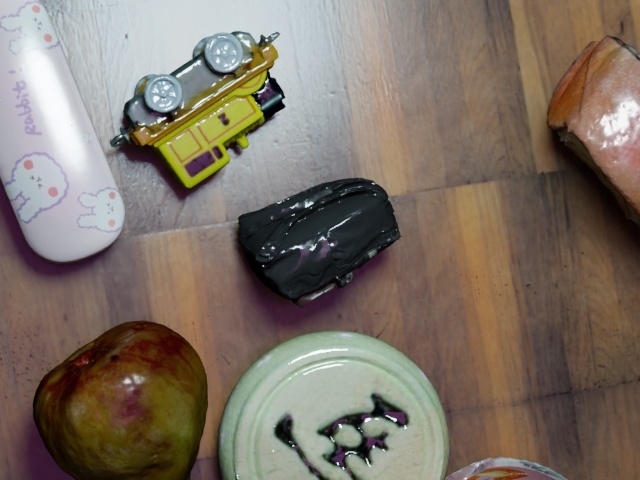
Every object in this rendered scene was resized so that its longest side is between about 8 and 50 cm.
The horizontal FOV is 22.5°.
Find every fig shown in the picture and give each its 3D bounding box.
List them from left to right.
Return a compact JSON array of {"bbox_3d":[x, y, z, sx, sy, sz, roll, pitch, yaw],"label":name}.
[{"bbox_3d":[-0.194,0.230,1.664,0.190,0.190,0.290,-7,108,-9],"label":"fig"}]

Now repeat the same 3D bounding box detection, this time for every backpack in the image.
[{"bbox_3d":[0.003,0.000,1.726,0.165,0.120,0.106,-21,112,-9],"label":"backpack"}]

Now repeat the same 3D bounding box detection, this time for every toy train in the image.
[{"bbox_3d":[-0.121,-0.143,1.726,0.219,0.089,0.127,-35,103,-9],"label":"toy train"}]

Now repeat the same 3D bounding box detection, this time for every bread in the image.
[{"bbox_3d":[0.355,-0.095,1.752,0.123,0.190,0.244,-43,98,5],"label":"bread"}]

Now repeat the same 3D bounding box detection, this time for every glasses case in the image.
[{"bbox_3d":[-0.300,-0.120,1.700,0.113,0.075,0.297,-22,90,-7],"label":"glasses case"}]

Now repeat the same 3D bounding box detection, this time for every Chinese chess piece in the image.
[{"bbox_3d":[0.015,0.221,1.722,0.250,0.101,0.250,0,88,-8],"label":"Chinese chess piece"}]

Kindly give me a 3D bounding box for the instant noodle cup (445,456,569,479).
[{"bbox_3d":[0.223,0.356,1.683,0.242,0.231,0.243,1,87,-10],"label":"instant noodle cup"}]
